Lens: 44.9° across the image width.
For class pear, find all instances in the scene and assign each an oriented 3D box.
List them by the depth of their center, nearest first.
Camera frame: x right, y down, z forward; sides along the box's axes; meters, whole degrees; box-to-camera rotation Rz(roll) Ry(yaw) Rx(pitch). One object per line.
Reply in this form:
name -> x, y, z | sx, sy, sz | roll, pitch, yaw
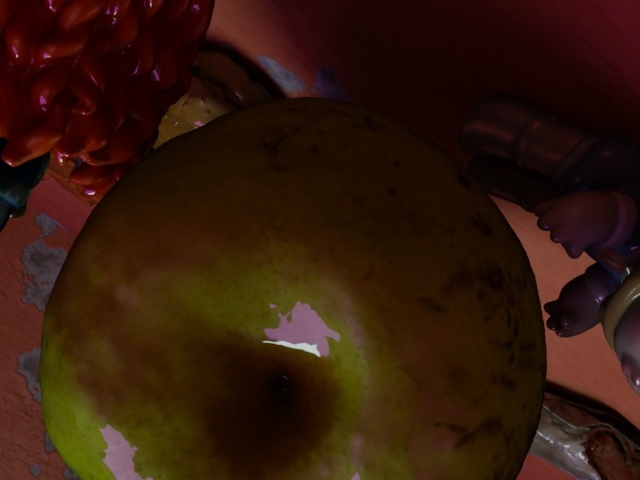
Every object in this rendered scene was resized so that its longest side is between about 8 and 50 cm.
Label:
pear -> -0.017, 0.070, 0.610 | 0.391, 0.391, 0.391 | 30, 162, 11

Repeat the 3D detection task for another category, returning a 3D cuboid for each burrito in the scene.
burrito -> 0.360, 0.286, 1.158 | 0.347, 0.107, 0.175 | 24, 174, 33

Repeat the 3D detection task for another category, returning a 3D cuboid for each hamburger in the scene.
hamburger -> -0.114, -0.126, 0.900 | 0.213, 0.108, 0.214 | 33, 159, 14

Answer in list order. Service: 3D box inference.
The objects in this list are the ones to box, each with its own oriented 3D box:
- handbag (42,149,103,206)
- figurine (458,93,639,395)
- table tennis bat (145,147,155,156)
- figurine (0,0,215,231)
handbag -> -0.462, -0.168, 1.381 | 0.410, 0.116, 0.303 | 28, 165, 19
figurine -> 0.255, 0.005, 0.519 | 0.382, 0.205, 0.224 | 49, 166, 23
table tennis bat -> -0.248, -0.186, 0.892 | 0.054, 0.224, 0.369 | -7, 131, 6
figurine -> -0.253, -0.144, 0.655 | 0.241, 0.306, 0.412 | 36, 139, -20
